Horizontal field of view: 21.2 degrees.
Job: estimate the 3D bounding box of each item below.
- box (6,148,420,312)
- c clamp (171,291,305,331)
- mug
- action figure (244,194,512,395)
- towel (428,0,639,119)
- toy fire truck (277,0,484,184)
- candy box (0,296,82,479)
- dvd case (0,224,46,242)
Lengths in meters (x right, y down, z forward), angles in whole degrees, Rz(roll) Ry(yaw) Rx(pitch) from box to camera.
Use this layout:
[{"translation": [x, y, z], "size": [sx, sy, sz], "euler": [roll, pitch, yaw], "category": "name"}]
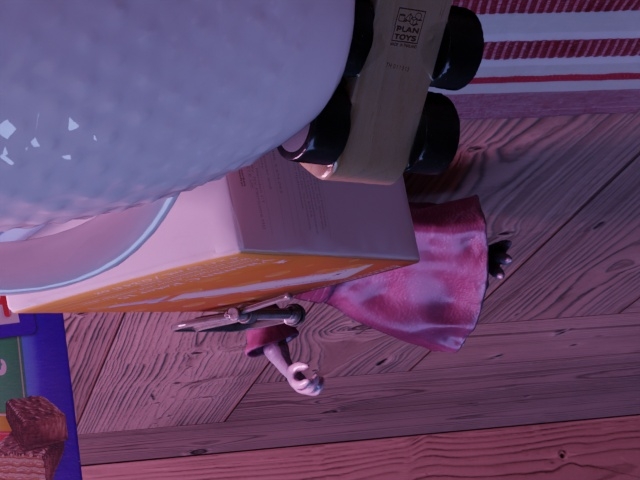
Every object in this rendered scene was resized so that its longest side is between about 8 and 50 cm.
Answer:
[{"translation": [-0.090, -0.041, 1.433], "size": [0.215, 0.168, 0.345], "euler": [-15, 172, 25], "category": "box"}, {"translation": [-0.064, 0.073, 1.592], "size": [0.137, 0.022, 0.160], "euler": [-13, 173, 17], "category": "c clamp"}, {"translation": [-0.172, -0.110, 1.034], "size": [0.328, 0.276, 0.374], "euler": [-5, 134, -25], "category": "mug"}, {"translation": [0.000, 0.000, 1.787], "size": [0.370, 0.248, 0.276], "euler": [8, -158, -10], "category": "action figure"}, {"translation": [0.200, -0.184, 1.441], "size": [0.237, 0.037, 0.329], "euler": [-3, 160, -9], "category": "towel"}, {"translation": [0.021, -0.175, 1.204], "size": [0.158, 0.217, 0.246], "euler": [3, -159, -31], "category": "toy fire truck"}, {"translation": [-0.396, 0.164, 1.781], "size": [0.268, 0.317, 0.122], "euler": [-3, 160, -20], "category": "candy box"}, {"translation": [-0.217, -0.097, 1.222], "size": [0.253, 0.022, 0.180], "euler": [-34, 125, 21], "category": "dvd case"}]
